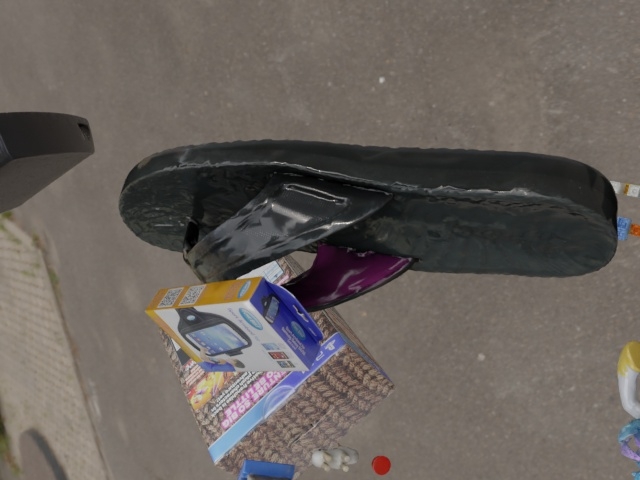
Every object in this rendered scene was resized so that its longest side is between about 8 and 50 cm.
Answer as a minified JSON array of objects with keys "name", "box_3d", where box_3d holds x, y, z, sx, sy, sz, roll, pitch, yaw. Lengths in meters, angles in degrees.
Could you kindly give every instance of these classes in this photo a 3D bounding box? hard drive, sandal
[{"name":"hard drive","box_3d":[-0.365,-0.083,0.823,0.054,0.172,0.254,56,-173,-6]},{"name":"sandal","box_3d":[0.000,-0.001,0.580,0.446,0.106,0.167,1,152,28]}]

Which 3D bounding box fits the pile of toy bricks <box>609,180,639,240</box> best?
[{"name":"pile of toy bricks","box_3d":[0.502,-0.017,0.968,0.212,0.105,0.118,22,106,51]}]

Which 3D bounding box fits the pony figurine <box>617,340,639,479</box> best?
[{"name":"pony figurine","box_3d":[0.544,0.278,0.919,0.351,0.303,0.363,-175,75,-66]}]

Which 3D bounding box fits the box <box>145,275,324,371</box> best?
[{"name":"box","box_3d":[-0.063,0.067,0.545,0.136,0.028,0.081,-8,130,41]}]

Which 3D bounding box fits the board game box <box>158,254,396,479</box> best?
[{"name":"board game box","box_3d":[-0.074,0.171,1.040,0.141,0.232,0.291,45,-176,-41]}]

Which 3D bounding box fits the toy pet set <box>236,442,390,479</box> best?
[{"name":"toy pet set","box_3d":[-0.012,0.225,0.576,0.065,0.114,0.122,160,120,-74]}]
